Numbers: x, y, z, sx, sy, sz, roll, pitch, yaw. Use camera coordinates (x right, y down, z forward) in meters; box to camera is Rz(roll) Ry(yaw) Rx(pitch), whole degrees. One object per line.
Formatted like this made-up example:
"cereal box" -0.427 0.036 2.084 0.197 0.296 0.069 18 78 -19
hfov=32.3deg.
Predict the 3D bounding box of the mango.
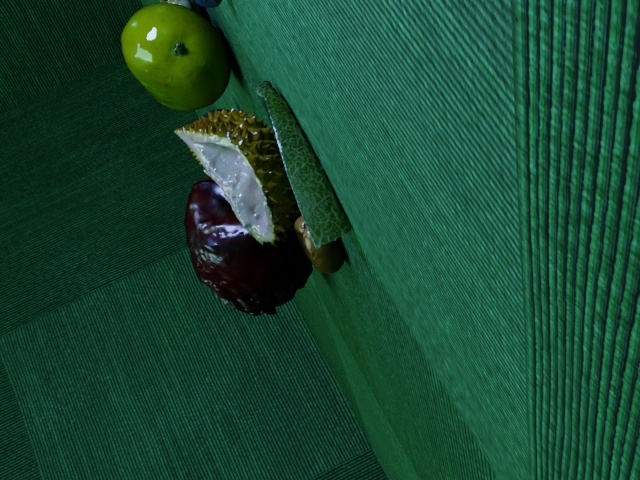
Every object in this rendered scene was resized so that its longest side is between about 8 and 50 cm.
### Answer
"mango" -0.244 -0.317 1.949 0.185 0.149 0.273 15 164 17

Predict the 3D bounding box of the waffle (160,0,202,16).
"waffle" -0.294 -0.495 2.079 0.317 0.073 0.297 59 173 41

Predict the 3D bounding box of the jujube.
"jujube" -0.136 0.005 2.115 0.258 0.258 0.376 62 169 19

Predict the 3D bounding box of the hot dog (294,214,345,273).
"hot dog" -0.001 -0.001 1.696 0.090 0.060 0.140 55 177 38

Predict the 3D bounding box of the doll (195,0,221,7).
"doll" -0.166 -0.372 1.571 0.083 0.050 0.076 72 175 -66

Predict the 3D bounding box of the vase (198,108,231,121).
"vase" -0.192 -0.217 2.275 0.120 0.120 0.183 65 160 -9

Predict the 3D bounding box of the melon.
"melon" -0.023 -0.114 1.527 0.261 0.053 0.114 67 -166 12

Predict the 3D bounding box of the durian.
"durian" -0.103 -0.111 1.768 0.183 0.138 0.249 -35 84 50
